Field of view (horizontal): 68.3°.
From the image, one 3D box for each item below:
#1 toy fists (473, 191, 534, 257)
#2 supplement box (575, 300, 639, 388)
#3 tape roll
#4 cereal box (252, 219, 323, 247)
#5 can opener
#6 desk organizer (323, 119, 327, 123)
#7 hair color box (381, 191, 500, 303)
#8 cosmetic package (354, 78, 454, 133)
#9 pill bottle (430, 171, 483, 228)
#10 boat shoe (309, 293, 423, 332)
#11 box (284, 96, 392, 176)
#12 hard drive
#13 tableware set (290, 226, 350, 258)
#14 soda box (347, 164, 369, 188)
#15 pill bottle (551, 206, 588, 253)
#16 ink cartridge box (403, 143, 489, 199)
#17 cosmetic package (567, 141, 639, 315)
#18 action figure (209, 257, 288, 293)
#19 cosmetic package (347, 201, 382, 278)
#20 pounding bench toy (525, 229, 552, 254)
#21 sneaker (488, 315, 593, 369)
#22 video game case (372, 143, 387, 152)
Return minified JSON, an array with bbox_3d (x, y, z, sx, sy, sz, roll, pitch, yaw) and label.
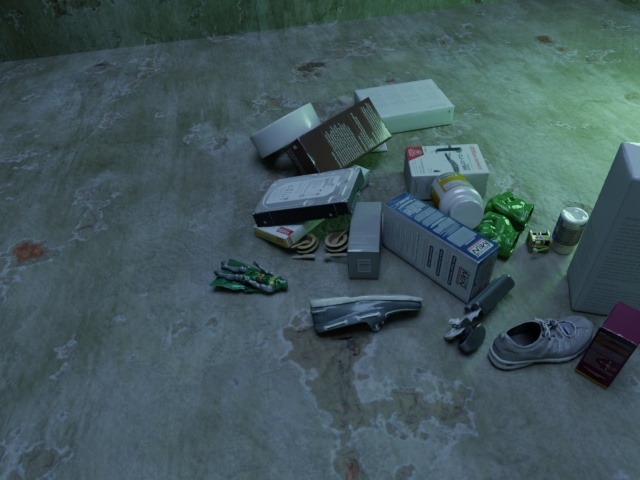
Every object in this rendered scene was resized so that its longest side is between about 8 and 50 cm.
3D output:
[{"bbox_3d":[0.584,-0.061,1.530,0.142,0.096,0.279,21,50,27],"label":"toy fists"},{"bbox_3d":[0.691,0.249,1.117,0.081,0.188,0.104,33,55,33],"label":"supplement box"},{"bbox_3d":[-0.139,-0.443,1.898,0.286,0.100,0.286,-29,13,7],"label":"tape roll"},{"bbox_3d":[-0.090,-0.075,1.618,0.173,0.047,0.240,18,46,41],"label":"cereal box"},{"bbox_3d":[0.443,0.197,1.298,0.280,0.074,0.093,-39,87,-29],"label":"can opener"},{"bbox_3d":[0.029,-0.422,1.942,0.047,0.130,0.050,29,55,31],"label":"desk organizer"},{"bbox_3d":[0.345,0.013,1.414,0.105,0.173,0.347,-30,49,-27],"label":"hair color box"},{"bbox_3d":[0.369,-0.604,2.130,0.378,0.097,0.284,-10,41,-5],"label":"cosmetic package"},{"bbox_3d":[0.445,-0.125,1.534,0.137,0.136,0.245,-3,25,3],"label":"pill bottle"},{"bbox_3d":[0.130,0.201,1.314,0.320,0.116,0.098,-2,86,-7],"label":"boat shoe"},{"bbox_3d":[0.074,-0.373,1.812,0.381,0.191,0.143,-36,9,-29],"label":"box"},{"bbox_3d":[-0.037,-0.150,1.595,0.339,0.064,0.236,-5,34,22],"label":"hard drive"},{"bbox_3d":[0.000,0.000,1.537,0.194,0.039,0.128,-4,42,16],"label":"tableware set"},{"bbox_3d":[0.090,-0.193,1.736,0.074,0.069,0.216,27,52,30],"label":"soda box"},{"bbox_3d":[0.758,-0.028,1.446,0.078,0.137,0.078,-2,43,2],"label":"pill bottle"},{"bbox_3d":[0.456,-0.253,1.732,0.273,0.114,0.196,-2,43,2],"label":"ink cartridge box"},{"bbox_3d":[0.809,-0.005,1.185,0.230,0.453,0.161,9,45,13],"label":"cosmetic package"},{"bbox_3d":[-0.207,0.112,1.446,0.233,0.063,0.137,12,42,13],"label":"action figure"},{"bbox_3d":[0.142,-0.005,1.488,0.107,0.127,0.237,-1,41,7],"label":"cosmetic package"},{"bbox_3d":[0.686,0.014,1.469,0.065,0.052,0.083,2,44,7],"label":"pounding bench toy"},{"bbox_3d":[0.568,0.245,1.186,0.282,0.115,0.105,-15,44,-11],"label":"sneaker"},{"bbox_3d":[0.213,-0.396,1.983,0.122,0.011,0.087,-5,43,0],"label":"video game case"}]
